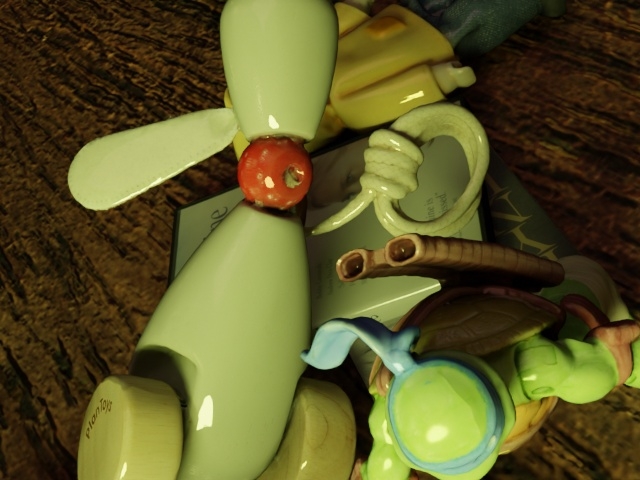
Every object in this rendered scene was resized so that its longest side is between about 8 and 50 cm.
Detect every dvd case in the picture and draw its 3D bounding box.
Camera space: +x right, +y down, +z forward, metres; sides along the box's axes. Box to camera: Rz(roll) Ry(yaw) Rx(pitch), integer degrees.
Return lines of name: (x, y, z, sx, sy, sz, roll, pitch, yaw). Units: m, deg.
dvd case: (0.000, 0.000, 0.884, 0.253, 0.022, 0.180, -21, 42, 18)
dvd case: (0.081, 0.020, 0.840, 0.164, 0.018, 0.221, -32, 41, 2)

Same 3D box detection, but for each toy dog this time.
toy dog: (-0.059, 0.019, 0.766, 0.161, 0.220, 0.334, 3, 63, 58)

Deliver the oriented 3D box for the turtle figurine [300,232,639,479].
turtle figurine: (0.114, 0.114, 0.609, 0.274, 0.266, 0.198, 29, 104, 6)

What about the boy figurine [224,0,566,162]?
boy figurine: (0.047, -0.153, 0.979, 0.285, 0.092, 0.177, -31, 43, -1)
